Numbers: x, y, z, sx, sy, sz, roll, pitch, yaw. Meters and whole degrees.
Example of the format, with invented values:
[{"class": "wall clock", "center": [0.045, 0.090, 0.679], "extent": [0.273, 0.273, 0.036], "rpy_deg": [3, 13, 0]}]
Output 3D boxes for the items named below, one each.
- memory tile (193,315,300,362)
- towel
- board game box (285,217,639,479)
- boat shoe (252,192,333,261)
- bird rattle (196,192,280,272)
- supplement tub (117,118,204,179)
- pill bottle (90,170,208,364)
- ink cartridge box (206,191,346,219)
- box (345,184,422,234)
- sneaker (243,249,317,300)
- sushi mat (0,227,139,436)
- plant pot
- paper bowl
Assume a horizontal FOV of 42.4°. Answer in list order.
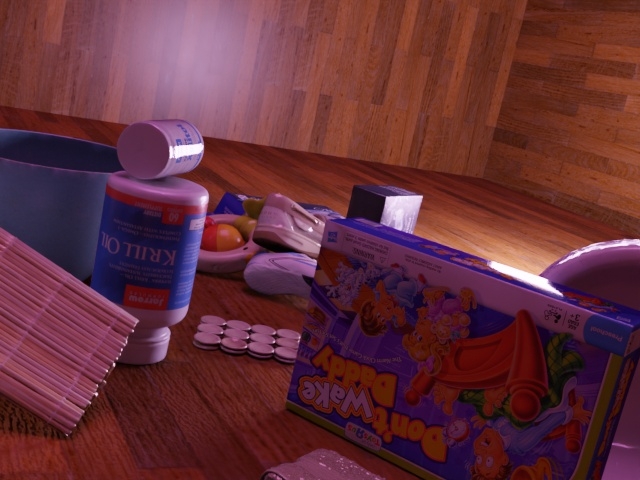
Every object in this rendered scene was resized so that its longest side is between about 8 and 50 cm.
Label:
[{"class": "memory tile", "center": [-0.100, 0.138, 1.150], "extent": [0.148, 0.012, 0.113], "rpy_deg": [12, 12, -5]}, {"class": "towel", "center": [0.027, 0.241, 0.775], "extent": [0.148, 0.027, 0.110], "rpy_deg": [20, 14, 33]}, {"class": "board game box", "center": [0.140, 0.134, 0.882], "extent": [0.347, 0.233, 0.078], "rpy_deg": [20, 14, 32]}, {"class": "boat shoe", "center": [0.000, 0.000, 1.496], "extent": [0.109, 0.098, 0.302], "rpy_deg": [1, -17, 41]}, {"class": "bird rattle", "center": [-0.186, -0.014, 1.508], "extent": [0.254, 0.143, 0.207], "rpy_deg": [8, 29, -4]}, {"class": "supplement tub", "center": [-0.193, -0.112, 1.007], "extent": [0.071, 0.070, 0.107], "rpy_deg": [15, 13, 11]}, {"class": "pill bottle", "center": [-0.216, 0.034, 1.016], "extent": [0.124, 0.221, 0.124], "rpy_deg": [11, 12, -2]}, {"class": "ink cartridge box", "center": [-0.106, -0.052, 1.879], "extent": [0.333, 0.065, 0.165], "rpy_deg": [5, 15, -26]}, {"class": "box", "center": [0.132, -0.037, 1.817], "extent": [0.093, 0.155, 0.158], "rpy_deg": [22, 16, 34]}, {"class": "sneaker", "center": [-0.010, 0.063, 1.375], "extent": [0.237, 0.085, 0.086], "rpy_deg": [14, 43, 16]}, {"class": "sushi mat", "center": [-0.336, 0.049, 0.803], "extent": [0.317, 0.019, 0.151], "rpy_deg": [38, 44, -17]}, {"class": "plant pot", "center": [-0.407, -0.042, 1.232], "extent": [0.291, 0.195, 0.290], "rpy_deg": [11, 12, -2]}, {"class": "paper bowl", "center": [0.351, 0.140, 0.936], "extent": [0.285, 0.284, 0.148], "rpy_deg": [15, 9, 14]}]
